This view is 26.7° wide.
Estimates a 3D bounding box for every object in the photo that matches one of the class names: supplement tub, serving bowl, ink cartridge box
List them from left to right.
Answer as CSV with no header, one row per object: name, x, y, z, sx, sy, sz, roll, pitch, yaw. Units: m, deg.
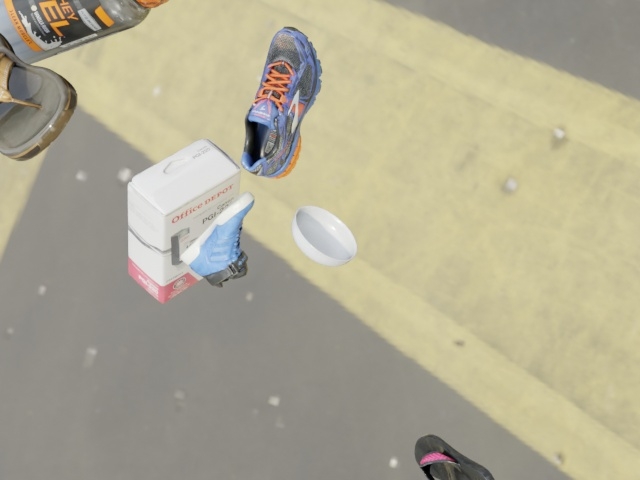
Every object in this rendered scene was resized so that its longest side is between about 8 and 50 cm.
supplement tub,-0.259,-0.264,1.419,0.190,0.117,0.117,-16,57,21
ink cartridge box,-0.211,-0.030,2.083,0.092,0.158,0.218,40,146,26
serving bowl,0.000,0.000,1.522,0.027,0.083,0.083,-52,39,32

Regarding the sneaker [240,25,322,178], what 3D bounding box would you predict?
sneaker,-0.058,-0.185,1.864,0.083,0.087,0.221,17,109,24

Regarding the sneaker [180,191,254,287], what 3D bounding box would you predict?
sneaker,-0.120,0.004,1.868,0.152,0.084,0.058,-45,4,27

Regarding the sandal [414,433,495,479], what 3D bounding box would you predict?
sandal,0.160,0.292,1.707,0.040,0.067,0.179,-28,18,-20

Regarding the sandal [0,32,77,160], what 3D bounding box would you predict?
sandal,-0.293,-0.143,1.211,0.090,0.060,0.219,-53,49,8
